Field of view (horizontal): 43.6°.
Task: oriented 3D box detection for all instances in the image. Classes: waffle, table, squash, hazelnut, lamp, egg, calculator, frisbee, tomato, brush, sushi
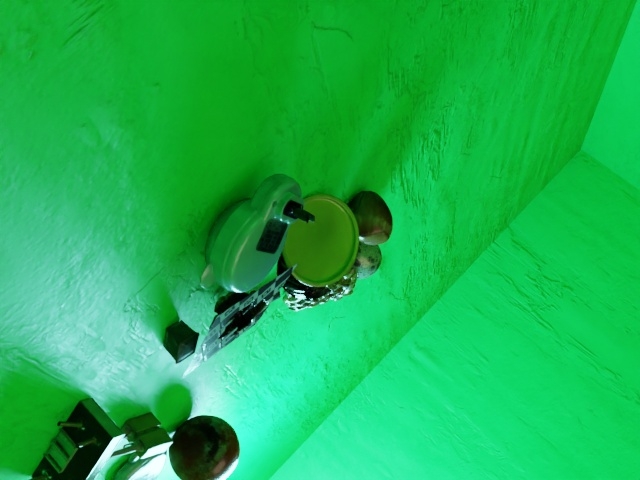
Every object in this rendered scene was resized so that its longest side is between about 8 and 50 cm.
[{"bbox_3d":[-0.001,0.147,2.298,0.223,0.054,0.204,-13,160,-9],"label":"waffle"},{"bbox_3d":[-0.560,0.483,1.762,0.240,0.121,0.111,-56,159,16],"label":"table"},{"bbox_3d":[-0.022,0.067,2.085,0.193,0.156,0.193,-10,119,-19],"label":"squash"},{"bbox_3d":[0.135,-0.062,2.206,0.150,0.150,0.150,-41,159,-20],"label":"hazelnut"},{"bbox_3d":[-0.140,-0.014,1.694,0.284,0.147,0.209,-44,163,10],"label":"lamp"},{"bbox_3d":[0.107,0.044,2.338,0.132,0.132,0.172,-52,148,7],"label":"egg"},{"bbox_3d":[-0.517,0.664,2.289,0.185,0.041,0.299,-33,156,-37],"label":"calculator"},{"bbox_3d":[0.000,0.000,1.991,0.236,0.017,0.236,-3,96,-34],"label":"frisbee"},{"bbox_3d":[-0.337,0.611,2.327,0.208,0.208,0.184,-43,169,-15],"label":"tomato"},{"bbox_3d":[-0.478,0.501,1.998,0.047,0.103,0.233,-51,159,18],"label":"brush"},{"bbox_3d":[-0.212,0.173,1.903,0.292,0.059,0.294,-34,165,-45],"label":"sushi"}]

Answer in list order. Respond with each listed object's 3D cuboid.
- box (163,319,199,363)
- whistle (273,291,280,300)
[{"bbox_3d":[-0.329,0.235,1.877,0.060,0.063,0.085,-31,154,-37],"label":"box"},{"bbox_3d":[-0.169,0.169,2.134,0.176,0.033,0.033,-27,151,-44],"label":"whistle"}]
